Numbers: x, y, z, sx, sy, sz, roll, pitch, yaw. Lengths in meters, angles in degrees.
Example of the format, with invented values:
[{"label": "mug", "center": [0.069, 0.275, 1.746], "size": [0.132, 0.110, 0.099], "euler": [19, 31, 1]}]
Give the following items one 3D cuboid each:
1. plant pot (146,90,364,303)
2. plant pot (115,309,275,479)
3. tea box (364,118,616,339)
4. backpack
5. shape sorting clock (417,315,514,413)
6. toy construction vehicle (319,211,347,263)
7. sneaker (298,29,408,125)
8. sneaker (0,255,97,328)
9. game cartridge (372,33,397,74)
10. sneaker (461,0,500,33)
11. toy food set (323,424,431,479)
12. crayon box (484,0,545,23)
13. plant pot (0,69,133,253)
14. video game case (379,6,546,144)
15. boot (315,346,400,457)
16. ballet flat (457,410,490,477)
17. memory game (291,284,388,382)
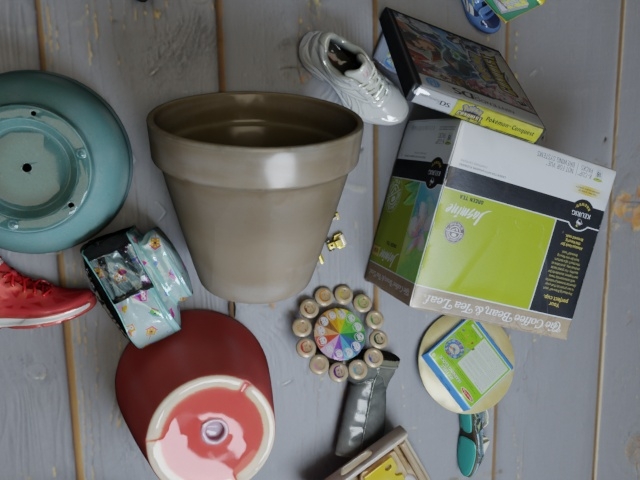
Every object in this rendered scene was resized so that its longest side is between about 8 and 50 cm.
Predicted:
[{"label": "plant pot", "center": [-0.101, -0.066, 1.042], "size": [0.323, 0.323, 0.280], "euler": [-6, 118, -17]}, {"label": "plant pot", "center": [-0.195, 0.271, 1.078], "size": [0.275, 0.243, 0.275], "euler": [-3, 100, -17]}, {"label": "tea box", "center": [0.301, -0.022, 1.196], "size": [0.329, 0.220, 0.323], "euler": [14, 94, -19]}, {"label": "backpack", "center": [-0.285, 0.072, 1.053], "size": [0.144, 0.166, 0.188], "euler": [-19, 99, -12]}, {"label": "shape sorting clock", "center": [0.295, 0.245, 1.321], "size": [0.206, 0.040, 0.206], "euler": [2, 80, -14]}, {"label": "toy construction vehicle", "center": [0.000, 0.000, 1.202], "size": [0.098, 0.035, 0.086], "euler": [-23, 105, -13]}, {"label": "sneaker", "center": [0.068, -0.276, 1.133], "size": [0.232, 0.115, 0.090], "euler": [33, 89, -20]}, {"label": "sneaker", "center": [-0.478, 0.071, 1.038], "size": [0.221, 0.087, 0.128], "euler": [-9, 103, -17]}, {"label": "game cartridge", "center": [0.139, -0.336, 1.199], "size": [0.083, 0.017, 0.056], "euler": [21, 96, -20]}, {"label": "sneaker", "center": [0.294, -0.448, 1.206], "size": [0.053, 0.059, 0.144], "euler": [-40, 109, -10]}, {"label": "toy food set", "center": [0.128, 0.521, 1.274], "size": [0.220, 0.092, 0.306], "euler": [-34, 124, -9]}, {"label": "crayon box", "center": [0.304, -0.623, 1.124], "size": [0.363, 0.106, 0.313], "euler": [39, 74, -19]}, {"label": "plant pot", "center": [-0.426, -0.111, 0.964], "size": [0.293, 0.196, 0.293], "euler": [-3, 100, -17]}, {"label": "video game case", "center": [0.236, -0.289, 1.119], "size": [0.248, 0.275, 0.035], "euler": [14, 131, -19]}, {"label": "boot", "center": [0.057, 0.313, 1.264], "size": [0.190, 0.076, 0.208], "euler": [13, 102, -17]}, {"label": "ballet flat", "center": [0.324, 0.402, 1.361], "size": [0.070, 0.070, 0.188], "euler": [-5, 103, -17]}, {"label": "memory game", "center": [0.037, 0.170, 1.208], "size": [0.186, 0.012, 0.186], "euler": [6, 67, -13]}]
